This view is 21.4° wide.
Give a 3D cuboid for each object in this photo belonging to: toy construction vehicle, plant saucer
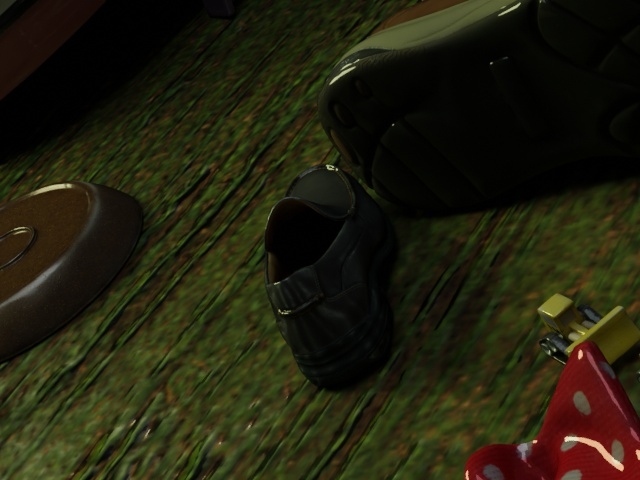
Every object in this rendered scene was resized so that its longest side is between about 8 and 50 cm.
[{"bbox_3d":[0.141,0.026,0.697,0.086,0.035,0.098,-38,29,-10],"label":"toy construction vehicle"},{"bbox_3d":[-0.189,0.015,1.055,0.168,0.029,0.168,-24,30,15],"label":"plant saucer"}]

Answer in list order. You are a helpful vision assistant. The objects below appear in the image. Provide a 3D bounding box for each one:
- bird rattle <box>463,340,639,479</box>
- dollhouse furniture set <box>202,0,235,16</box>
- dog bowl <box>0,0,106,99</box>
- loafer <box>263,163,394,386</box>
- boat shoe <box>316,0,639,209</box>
[{"bbox_3d":[0.035,0.162,0.551,0.253,0.143,0.207,-10,45,13],"label":"bird rattle"},{"bbox_3d":[-0.077,-0.228,1.282,0.081,0.091,0.114,-28,21,-26],"label":"dollhouse furniture set"},{"bbox_3d":[-0.274,-0.224,1.322,0.408,0.150,0.408,-37,21,17],"label":"dog bowl"},{"bbox_3d":[0.000,0.000,0.852,0.062,0.061,0.170,-28,28,10],"label":"loafer"},{"bbox_3d":[0.146,-0.107,0.816,0.324,0.123,0.120,-8,34,37],"label":"boat shoe"}]
